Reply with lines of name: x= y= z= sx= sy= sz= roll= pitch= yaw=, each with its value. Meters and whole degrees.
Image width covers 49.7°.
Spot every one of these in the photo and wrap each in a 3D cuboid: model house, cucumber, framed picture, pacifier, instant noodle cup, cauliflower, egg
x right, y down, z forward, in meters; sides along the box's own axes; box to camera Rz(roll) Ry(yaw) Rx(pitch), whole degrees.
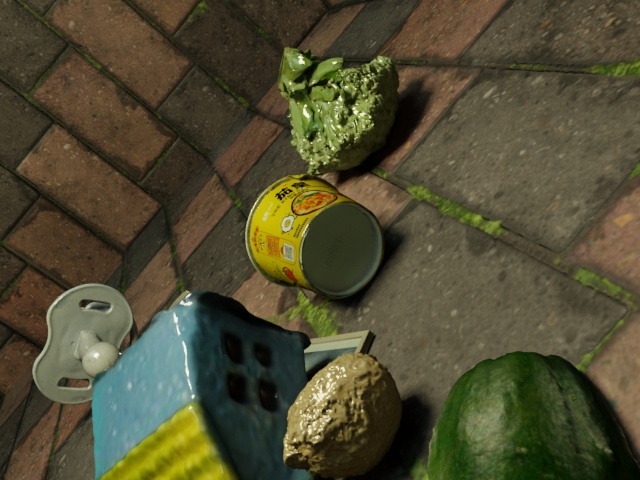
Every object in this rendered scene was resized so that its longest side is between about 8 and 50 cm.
model house: x=-0.133 y=0.247 z=0.805 sx=0.237 sy=0.215 sz=0.303 roll=-42 pitch=37 yaw=28
cucumber: x=0.147 y=0.187 z=0.495 sx=0.145 sy=0.105 sz=0.325 roll=-37 pitch=22 yaw=33
framed picture: x=-0.020 y=0.195 z=0.933 sx=0.203 sy=0.015 sz=0.150 roll=-19 pitch=36 yaw=54
pacifier: x=-0.505 y=0.251 z=1.556 sx=0.225 sy=0.238 sz=0.287 roll=22 pitch=92 yaw=54
instant noodle cup: x=0.000 y=0.000 z=1.017 sx=0.182 sy=0.182 sz=0.144 roll=-53 pitch=30 yaw=-8
cauliflower: x=0.016 y=-0.259 z=1.299 sx=0.275 sy=0.250 sz=0.272 roll=-43 pitch=20 yaw=31
egg: x=0.024 y=0.184 z=0.721 sx=0.140 sy=0.118 sz=0.116 roll=-59 pitch=38 yaw=2

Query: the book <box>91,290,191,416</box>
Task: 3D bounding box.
book: x=-0.360 y=0.265 z=1.476 sx=0.352 sy=0.035 sz=0.239 roll=-54 pitch=22 yaw=-11
